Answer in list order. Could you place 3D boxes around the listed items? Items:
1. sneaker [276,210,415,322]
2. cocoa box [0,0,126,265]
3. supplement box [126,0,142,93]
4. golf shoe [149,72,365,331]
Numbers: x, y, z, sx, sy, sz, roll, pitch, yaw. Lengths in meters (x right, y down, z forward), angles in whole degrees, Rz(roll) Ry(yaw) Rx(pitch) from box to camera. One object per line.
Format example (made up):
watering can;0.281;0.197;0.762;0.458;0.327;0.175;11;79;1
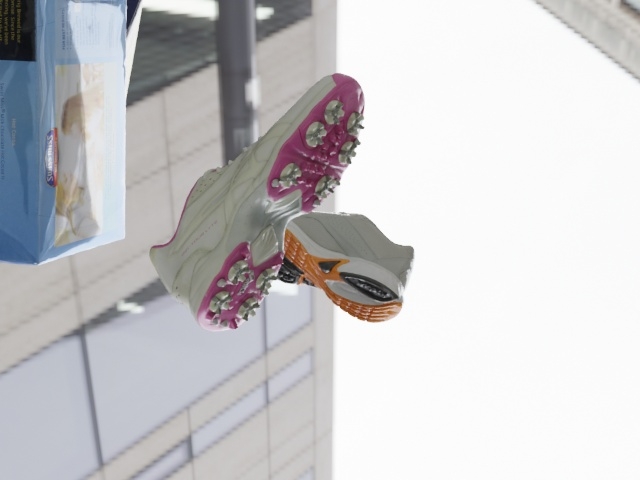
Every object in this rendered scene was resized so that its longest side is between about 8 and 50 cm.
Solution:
sneaker;0.000;0.000;1.675;0.262;0.099;0.121;30;-134;1
cocoa box;-0.389;-0.161;1.640;0.228;0.347;0.231;5;-170;19
supplement box;-0.423;-0.255;2.141;0.194;0.356;0.195;18;-120;-4
golf shoe;-0.072;-0.059;1.396;0.140;0.115;0.306;32;-93;35
